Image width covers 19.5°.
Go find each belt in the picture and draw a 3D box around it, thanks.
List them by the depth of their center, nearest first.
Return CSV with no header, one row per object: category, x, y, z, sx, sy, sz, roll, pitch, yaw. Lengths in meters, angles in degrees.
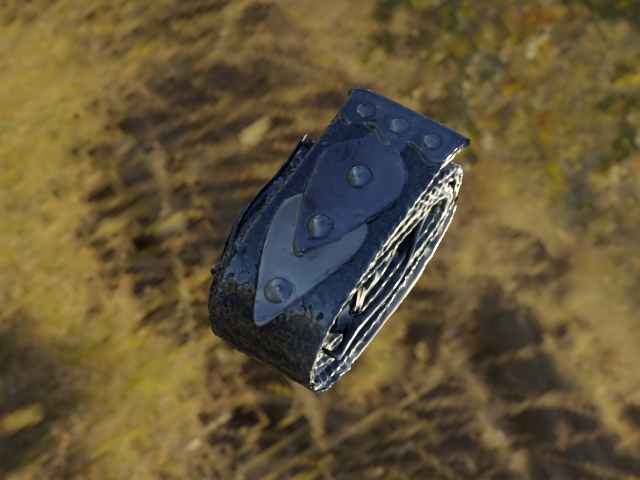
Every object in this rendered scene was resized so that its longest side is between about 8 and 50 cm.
belt,0.000,0.000,1.328,0.128,0.122,0.218,26,55,16
